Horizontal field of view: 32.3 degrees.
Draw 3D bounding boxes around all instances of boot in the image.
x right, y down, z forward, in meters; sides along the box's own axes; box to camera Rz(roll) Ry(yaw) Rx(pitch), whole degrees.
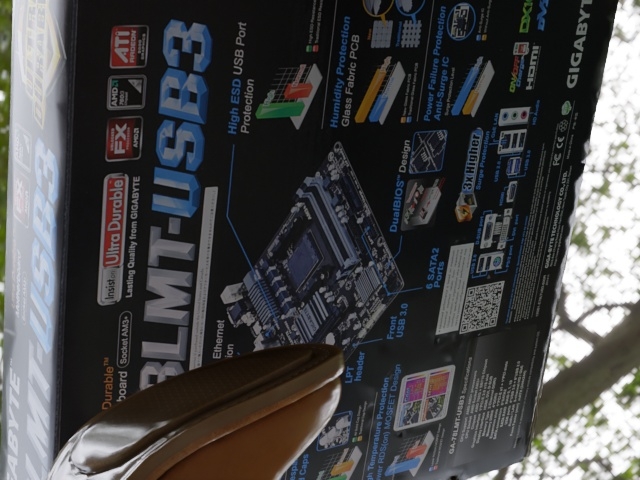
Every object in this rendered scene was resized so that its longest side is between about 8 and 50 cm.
[{"bbox_3d":[-0.044,0.135,0.364,0.197,0.073,0.152,-33,-75,-30],"label":"boot"}]

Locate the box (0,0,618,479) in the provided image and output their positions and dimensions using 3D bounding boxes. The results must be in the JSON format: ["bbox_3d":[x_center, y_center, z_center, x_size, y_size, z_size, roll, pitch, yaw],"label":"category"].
[{"bbox_3d":[0.000,0.000,0.530,0.293,0.295,0.073,-8,-155,-33],"label":"box"}]
